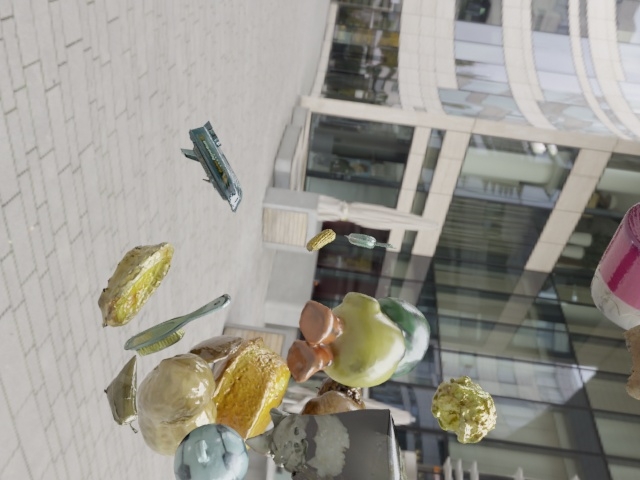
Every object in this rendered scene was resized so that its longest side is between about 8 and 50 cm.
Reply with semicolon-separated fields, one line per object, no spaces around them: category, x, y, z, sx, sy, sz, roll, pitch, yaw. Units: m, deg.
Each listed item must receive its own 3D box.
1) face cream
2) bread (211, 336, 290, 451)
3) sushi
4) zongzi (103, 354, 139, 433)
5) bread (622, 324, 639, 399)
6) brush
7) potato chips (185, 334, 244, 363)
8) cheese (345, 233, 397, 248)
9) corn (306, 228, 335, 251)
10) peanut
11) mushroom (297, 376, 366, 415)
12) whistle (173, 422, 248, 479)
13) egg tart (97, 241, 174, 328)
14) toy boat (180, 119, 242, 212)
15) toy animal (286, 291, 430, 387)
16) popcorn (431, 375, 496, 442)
face cream;0.608;0.050;0.991;0.195;0.175;0.175;87;8;-46
bread;-0.226;0.465;1.610;0.337;0.204;0.358;-61;172;13
sushi;0.014;0.351;0.891;0.109;0.272;0.134;43;46;-50
zongzi;-0.604;0.488;1.738;0.178;0.081;0.189;-54;-130;16
bread;0.477;0.174;0.770;0.082;0.060;0.113;-22;-141;49
brush;-0.354;0.225;1.392;0.068;0.296;0.060;-115;179;-64
potato chips;-0.276;0.275;1.404;0.201;0.150;0.049;-3;83;-73
cheese;0.112;0.004;1.247;0.067;0.120;0.026;19;85;-68
corn;0.000;0.000;1.420;0.092;0.037;0.037;-35;146;-38
peanut;-0.333;0.391;1.280;0.169;0.192;0.387;-39;158;-38
mushroom;0.040;0.551;1.699;0.263;0.195;0.283;19;94;-46
whistle;-0.221;0.474;1.145;0.290;0.163;0.164;86;10;-55
egg tart;-0.488;0.106;1.423;0.279;0.095;0.279;-56;179;-1
toy boat;-0.278;-0.181;1.421;0.246;0.103;0.093;62;-7;0
toy animal;0.110;0.232;1.227;0.191;0.338;0.216;35;-65;48
popcorn;0.408;0.470;1.533;0.197;0.155;0.198;49;-21;26
